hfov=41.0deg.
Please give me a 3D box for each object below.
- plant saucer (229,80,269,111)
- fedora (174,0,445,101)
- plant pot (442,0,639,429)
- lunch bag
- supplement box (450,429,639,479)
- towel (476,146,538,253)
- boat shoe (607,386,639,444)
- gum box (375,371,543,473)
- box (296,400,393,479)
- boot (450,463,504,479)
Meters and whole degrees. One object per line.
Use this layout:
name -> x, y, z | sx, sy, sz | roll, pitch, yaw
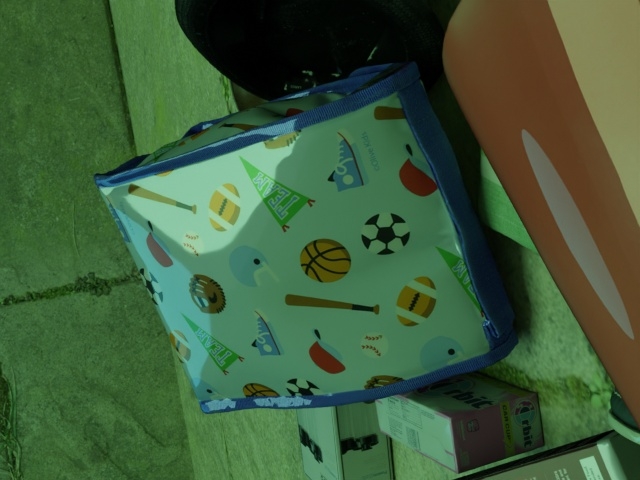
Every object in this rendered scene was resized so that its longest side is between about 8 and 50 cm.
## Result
plant saucer -> -0.068, -0.323, 1.249 | 0.311, 0.050, 0.310 | 179, 90, -65
fedora -> 0.000, -0.274, 0.961 | 0.334, 0.334, 0.152 | 148, 139, -67
plant pot -> 0.222, -0.034, 0.429 | 0.275, 0.275, 0.243 | 131, 127, -63
lunch bag -> 0.000, 0.000, 0.948 | 0.386, 0.239, 0.327 | -12, 110, 39
supplement box -> 0.195, 0.265, 0.775 | 0.239, 0.073, 0.130 | -30, 74, 36
towel -> 0.220, -0.128, 0.699 | 0.248, 0.038, 0.324 | 36, 135, 53
boat shoe -> 0.294, 0.107, 0.571 | 0.254, 0.095, 0.079 | -7, 96, 67
gum box -> 0.145, 0.192, 0.958 | 0.188, 0.107, 0.062 | -173, 73, -67
box -> 0.028, 0.247, 1.300 | 0.169, 0.087, 0.289 | -156, 57, -64
boot -> 0.212, 0.325, 0.899 | 0.244, 0.088, 0.176 | -40, 65, 61
